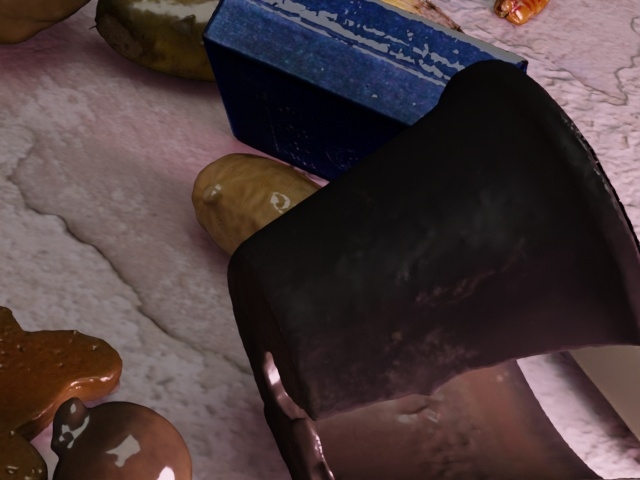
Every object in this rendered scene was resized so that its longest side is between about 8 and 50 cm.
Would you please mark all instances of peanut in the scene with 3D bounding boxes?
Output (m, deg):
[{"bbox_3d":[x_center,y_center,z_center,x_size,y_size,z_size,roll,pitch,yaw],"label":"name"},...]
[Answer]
[{"bbox_3d":[0.000,0.000,1.513,0.263,0.101,0.117,24,34,6],"label":"peanut"}]

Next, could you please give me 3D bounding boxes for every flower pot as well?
[{"bbox_3d":[0.075,0.068,1.279,0.251,0.379,0.379,-19,44,-12],"label":"flower pot"}]

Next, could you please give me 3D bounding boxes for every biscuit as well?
[{"bbox_3d":[-0.287,0.142,1.229,0.196,0.049,0.301,19,33,11],"label":"biscuit"}]

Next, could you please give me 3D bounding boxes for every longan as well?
[{"bbox_3d":[-0.150,0.166,1.199,0.119,0.106,0.106,46,29,-17],"label":"longan"}]

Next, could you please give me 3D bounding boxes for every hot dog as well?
[{"bbox_3d":[0.265,-0.321,2.142,0.062,0.038,0.144,26,35,13],"label":"hot dog"}]

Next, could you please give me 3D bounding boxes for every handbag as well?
[{"bbox_3d":[0.351,0.127,1.513,0.219,0.079,0.256,7,34,-34],"label":"handbag"}]

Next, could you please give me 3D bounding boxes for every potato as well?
[{"bbox_3d":[-0.126,-0.234,1.789,0.251,0.113,0.149,-2,45,-12],"label":"potato"}]

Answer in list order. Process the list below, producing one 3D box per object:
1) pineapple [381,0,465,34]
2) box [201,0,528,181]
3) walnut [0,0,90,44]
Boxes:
[{"bbox_3d":[0.071,-0.229,1.885,0.186,0.114,0.236,2,46,-22],"label":"pineapple"},{"bbox_3d":[0.043,-0.131,1.575,0.279,0.261,0.116,25,77,11],"label":"box"},{"bbox_3d":[-0.355,-0.352,1.729,0.253,0.282,0.277,-15,34,23],"label":"walnut"}]
